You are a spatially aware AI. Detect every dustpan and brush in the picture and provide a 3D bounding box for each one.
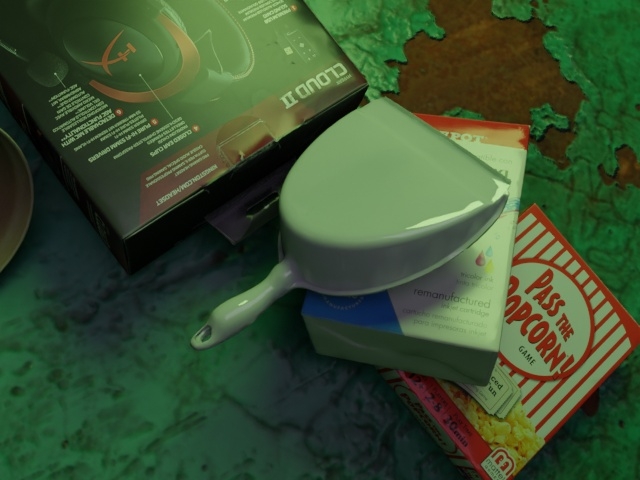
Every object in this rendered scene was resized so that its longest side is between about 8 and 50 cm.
[{"bbox_3d":[0.000,0.000,0.439,0.211,0.060,0.147,-31,47,-16],"label":"dustpan and brush"}]

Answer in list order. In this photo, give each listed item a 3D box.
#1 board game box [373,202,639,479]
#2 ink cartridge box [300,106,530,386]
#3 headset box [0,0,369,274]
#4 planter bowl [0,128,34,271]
[{"bbox_3d":[0.152,0.084,0.548,0.193,0.045,0.147,-38,85,-19],"label":"board game box"},{"bbox_3d":[0.081,-0.020,0.509,0.134,0.078,0.231,9,62,13],"label":"ink cartridge box"},{"bbox_3d":[-0.124,-0.133,0.509,0.218,0.110,0.293,-36,85,-20],"label":"headset box"},{"bbox_3d":[-0.291,-0.034,0.431,0.109,0.162,0.162,34,67,27],"label":"planter bowl"}]
